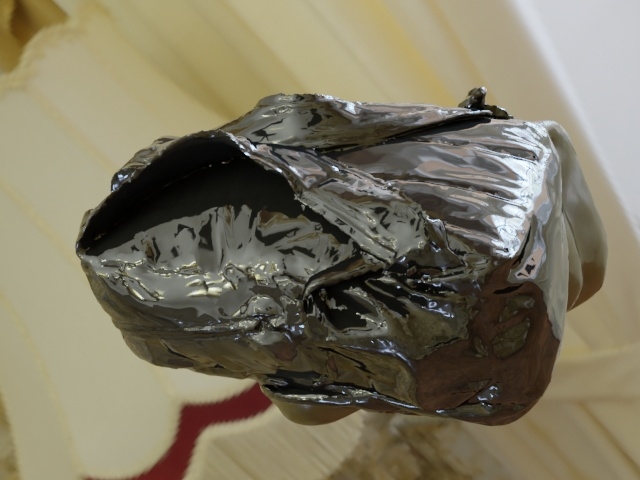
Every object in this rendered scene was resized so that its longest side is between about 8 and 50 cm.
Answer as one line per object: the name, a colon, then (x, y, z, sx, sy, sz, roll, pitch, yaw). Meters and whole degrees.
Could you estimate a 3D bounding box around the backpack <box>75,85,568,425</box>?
backpack: (0.000, 0.000, 1.199, 0.446, 0.255, 0.363, 0, 29, 13)

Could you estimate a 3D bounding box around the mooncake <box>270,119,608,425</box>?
mooncake: (0.124, 0.035, 1.607, 0.467, 0.262, 0.467, -22, -4, -2)
